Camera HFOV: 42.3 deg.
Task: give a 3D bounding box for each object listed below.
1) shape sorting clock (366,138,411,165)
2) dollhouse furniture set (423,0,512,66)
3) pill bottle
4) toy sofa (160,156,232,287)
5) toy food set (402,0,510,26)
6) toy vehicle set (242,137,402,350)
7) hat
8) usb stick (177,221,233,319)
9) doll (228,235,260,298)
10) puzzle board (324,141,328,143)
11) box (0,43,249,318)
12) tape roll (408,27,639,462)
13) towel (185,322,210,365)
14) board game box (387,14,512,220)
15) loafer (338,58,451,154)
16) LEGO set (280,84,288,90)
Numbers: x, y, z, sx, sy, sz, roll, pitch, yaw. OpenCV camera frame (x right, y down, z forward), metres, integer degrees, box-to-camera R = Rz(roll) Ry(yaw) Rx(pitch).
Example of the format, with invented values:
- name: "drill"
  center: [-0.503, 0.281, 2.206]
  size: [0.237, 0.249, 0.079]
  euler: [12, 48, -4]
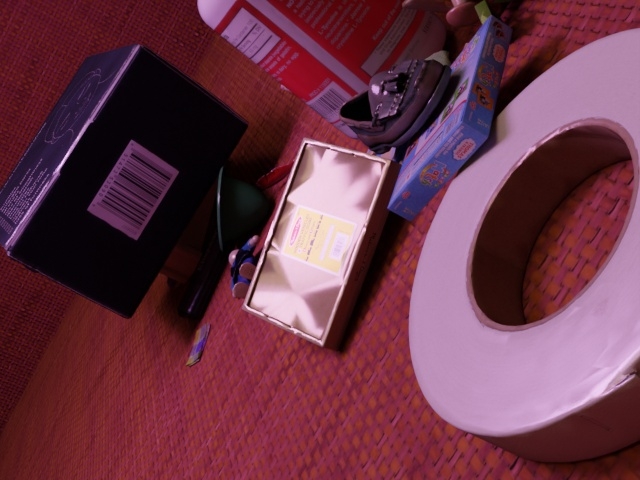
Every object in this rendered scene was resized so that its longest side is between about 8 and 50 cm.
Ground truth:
- name: "shape sorting clock"
  center: [0.120, -0.140, 1.178]
  size: [0.206, 0.040, 0.206]
  euler: [-49, 25, 33]
- name: "dollhouse furniture set"
  center: [0.173, -0.244, 1.093]
  size: [0.151, 0.058, 0.076]
  euler: [-31, 54, 28]
- name: "pill bottle"
  center: [-0.030, -0.357, 1.233]
  size: [0.229, 0.407, 0.229]
  euler: [-48, 16, 18]
- name: "toy sofa"
  center: [-0.351, -0.074, 2.049]
  size: [0.177, 0.150, 0.363]
  euler: [-40, 31, 43]
- name: "toy food set"
  center: [0.221, -0.330, 1.091]
  size: [0.218, 0.128, 0.071]
  euler: [-32, 61, 54]
- name: "toy vehicle set"
  center: [0.000, 0.000, 1.152]
  size: [0.166, 0.035, 0.267]
  euler: [21, 91, 40]
- name: "hat"
  center: [-0.109, -0.067, 1.659]
  size: [0.208, 0.183, 0.173]
  euler: [96, 173, -74]
- name: "usb stick"
  center: [-0.231, 0.040, 1.776]
  size: [0.077, 0.045, 0.278]
  euler: [-2, 63, 64]
- name: "doll"
  center: [-0.143, 0.050, 1.557]
  size: [0.189, 0.046, 0.129]
  euler: [-135, 64, -75]
- name: "puzzle board"
  center: [-0.010, -0.110, 1.487]
  size: [0.096, 0.011, 0.128]
  euler: [-50, 25, 28]
- name: "box"
  center: [-0.467, -0.142, 1.805]
  size: [0.480, 0.297, 0.471]
  euler: [-59, 29, -7]
- name: "tape roll"
  center: [0.221, -0.001, 0.733]
  size: [0.392, 0.072, 0.392]
  euler: [-48, 26, 33]
- name: "towel"
  center: [-0.245, 0.209, 1.659]
  size: [0.060, 0.009, 0.083]
  euler: [-34, 35, 51]
- name: "board game box"
  center: [0.153, -0.145, 0.969]
  size: [0.160, 0.039, 0.212]
  euler: [-52, 13, 48]
- name: "loafer"
  center: [0.082, -0.171, 1.051]
  size: [0.096, 0.084, 0.267]
  euler: [-63, 7, -11]
- name: "LEGO set"
  center: [-0.063, -0.424, 1.914]
  size: [0.132, 0.107, 0.287]
  euler: [-22, 26, 7]
